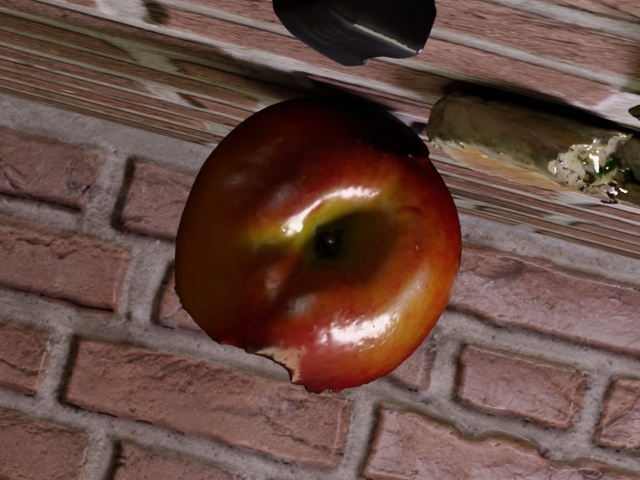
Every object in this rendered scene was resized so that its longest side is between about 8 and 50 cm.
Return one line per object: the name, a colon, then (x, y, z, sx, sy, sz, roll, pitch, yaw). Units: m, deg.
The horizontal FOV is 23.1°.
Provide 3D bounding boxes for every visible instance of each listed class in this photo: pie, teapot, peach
pie: (0.254, -0.083, 1.583, 0.337, 0.075, 0.337, 15, -178, -1)
teapot: (0.009, -0.162, 0.923, 0.096, 0.087, 0.177, 20, 176, -20)
peach: (0.006, -0.011, 1.862, 0.335, 0.310, 0.406, 25, -165, -1)

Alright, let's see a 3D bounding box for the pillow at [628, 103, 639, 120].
pillow: (0.355, -0.072, 1.221, 0.212, 0.052, 0.208, 15, -175, 3)
